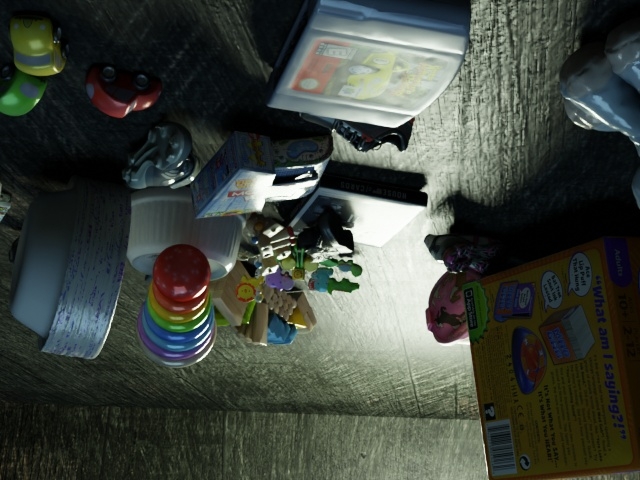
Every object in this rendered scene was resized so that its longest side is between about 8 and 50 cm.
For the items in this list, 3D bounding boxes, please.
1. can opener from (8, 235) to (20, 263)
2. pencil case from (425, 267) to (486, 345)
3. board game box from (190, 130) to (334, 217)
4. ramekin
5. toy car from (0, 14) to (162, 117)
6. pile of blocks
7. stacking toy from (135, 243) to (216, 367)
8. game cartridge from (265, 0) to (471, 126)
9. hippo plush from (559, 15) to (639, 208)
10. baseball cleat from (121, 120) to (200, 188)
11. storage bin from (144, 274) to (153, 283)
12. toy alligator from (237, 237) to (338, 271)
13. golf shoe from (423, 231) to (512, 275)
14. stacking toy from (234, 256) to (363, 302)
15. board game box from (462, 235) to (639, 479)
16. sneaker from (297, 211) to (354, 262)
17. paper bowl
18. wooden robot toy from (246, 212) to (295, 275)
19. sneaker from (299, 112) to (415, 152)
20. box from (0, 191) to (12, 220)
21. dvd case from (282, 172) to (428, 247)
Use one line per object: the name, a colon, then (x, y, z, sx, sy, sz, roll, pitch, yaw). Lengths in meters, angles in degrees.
can opener: (-0.480, 0.016, 2.140, 0.186, 0.073, 0.059, -2, 155, -10)
pencil case: (0.383, 0.158, 2.240, 0.386, 0.167, 0.160, 17, -170, -35)
board game box: (-0.080, -0.098, 1.646, 0.194, 0.060, 0.194, -7, 165, -12)
ramekin: (-0.231, -0.005, 1.942, 0.207, 0.109, 0.207, 4, 162, 1)
toy car: (-0.353, -0.197, 1.476, 0.225, 0.053, 0.239, -9, 157, 34)
pile of blocks: (-0.144, 0.145, 2.312, 0.113, 0.149, 0.362, -7, 159, 29)
stacking toy: (-0.234, 0.101, 1.895, 0.141, 0.141, 0.330, 6, 158, -5)
game cartridge: (0.058, -0.213, 1.349, 0.196, 0.060, 0.294, 4, 162, -13)
hippo plush: (0.396, -0.097, 1.332, 0.234, 0.236, 0.294, -5, 160, 24)
baseball cleat: (-0.210, -0.124, 1.673, 0.109, 0.072, 0.206, -1, 171, -32)
storage bin: (-0.275, 0.062, 2.192, 0.091, 0.098, 0.135, 21, 157, -16)
toy alligator: (-0.061, 0.017, 2.074, 0.190, 0.056, 0.051, 5, 120, 0)
golf shoe: (0.258, 0.014, 1.996, 0.186, 0.067, 0.086, 8, -155, -45)
stacking toy: (-0.034, 0.074, 2.108, 0.221, 0.052, 0.167, 1, -168, 6)
board game box: (0.505, 0.209, 1.950, 0.356, 0.356, 0.356, 2, 165, -32)
sneaker: (0.000, -0.003, 1.900, 0.089, 0.051, 0.170, -6, 163, 17)
paper bowl: (-0.400, 0.038, 1.825, 0.148, 0.284, 0.284, 12, 160, -19)
wooden robot toy: (-0.090, -0.014, 1.953, 0.076, 0.079, 0.173, -22, 155, -10)
sneaker: (0.049, -0.150, 1.517, 0.158, 0.064, 0.061, 7, 161, -10)
box: (-0.589, -0.058, 1.982, 0.094, 0.027, 0.137, 11, 160, -24)
dvd case: (0.051, -0.045, 1.891, 0.179, 0.029, 0.238, 9, 161, -13)
